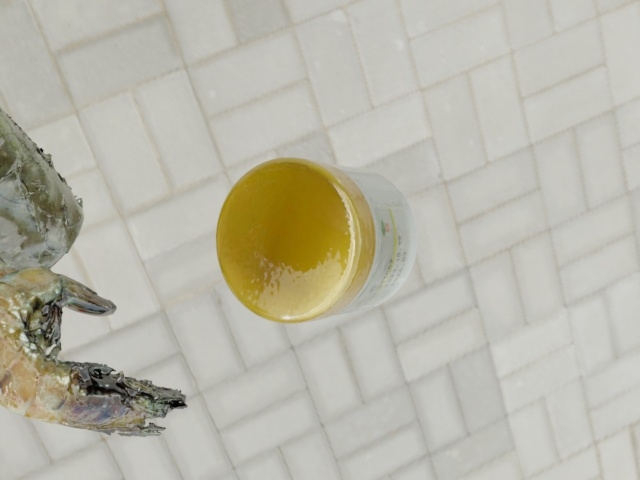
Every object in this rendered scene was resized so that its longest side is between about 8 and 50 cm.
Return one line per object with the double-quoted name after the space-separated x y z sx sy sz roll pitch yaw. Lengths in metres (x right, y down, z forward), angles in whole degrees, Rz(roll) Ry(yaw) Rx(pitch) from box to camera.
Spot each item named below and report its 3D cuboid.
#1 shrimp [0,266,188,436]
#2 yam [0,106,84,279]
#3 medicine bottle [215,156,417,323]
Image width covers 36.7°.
-0.340 0.160 1.403 0.365 0.233 0.071 20 146 -41 "shrimp"
-0.536 -0.086 1.471 0.241 0.241 0.348 -39 136 -3 "yam"
0.000 0.000 1.458 0.232 0.238 0.238 0 116 -61 "medicine bottle"
